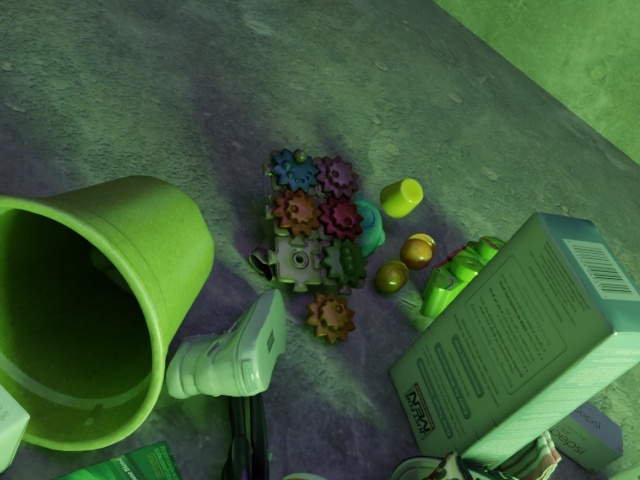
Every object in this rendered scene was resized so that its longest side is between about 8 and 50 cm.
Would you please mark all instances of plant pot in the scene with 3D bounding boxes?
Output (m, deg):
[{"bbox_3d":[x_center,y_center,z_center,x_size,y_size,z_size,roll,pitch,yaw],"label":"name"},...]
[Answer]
[{"bbox_3d":[-0.248,0.044,0.734,0.276,0.276,0.254,36,25,-1],"label":"plant pot"}]

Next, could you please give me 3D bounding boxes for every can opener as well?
[{"bbox_3d":[-0.087,0.240,0.793,0.059,0.073,0.186,15,32,-14],"label":"can opener"}]

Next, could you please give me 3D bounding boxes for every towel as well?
[{"bbox_3d":[0.284,0.274,0.983,0.029,0.144,0.197,-7,51,-16],"label":"towel"}]

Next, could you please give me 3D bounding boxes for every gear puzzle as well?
[{"bbox_3d":[0.000,0.000,1.044,0.176,0.044,0.338,7,64,-24],"label":"gear puzzle"}]

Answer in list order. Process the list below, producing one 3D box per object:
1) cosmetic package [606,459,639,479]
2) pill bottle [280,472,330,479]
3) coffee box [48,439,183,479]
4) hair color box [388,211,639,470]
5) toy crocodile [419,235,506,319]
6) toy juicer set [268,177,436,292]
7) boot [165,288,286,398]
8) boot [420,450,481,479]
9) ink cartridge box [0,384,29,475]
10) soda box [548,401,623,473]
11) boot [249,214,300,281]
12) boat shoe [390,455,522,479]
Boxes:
[{"bbox_3d":[0.572,0.516,0.872,0.162,0.230,0.453,2,48,-36],"label":"cosmetic package"},{"bbox_3d":[-0.042,0.352,0.648,0.121,0.121,0.216,39,39,4],"label":"pill bottle"},{"bbox_3d":[-0.220,0.284,0.650,0.184,0.040,0.113,-6,54,-42],"label":"coffee box"},{"bbox_3d":[0.256,0.158,0.884,0.114,0.374,0.185,6,46,-30],"label":"hair color box"},{"bbox_3d":[0.269,0.064,1.221,0.105,0.115,0.340,30,30,24],"label":"toy crocodile"},{"bbox_3d":[0.065,0.005,1.163,0.329,0.089,0.209,-10,76,-33],"label":"toy juicer set"},{"bbox_3d":[-0.119,0.130,0.855,0.123,0.095,0.258,-8,8,7],"label":"boot"},{"bbox_3d":[0.226,0.348,0.686,0.284,0.377,0.138,47,21,23],"label":"boot"},{"bbox_3d":[-0.443,0.139,0.561,0.289,0.121,0.211,42,38,8],"label":"ink cartridge box"},{"bbox_3d":[0.405,0.296,1.107,0.216,0.074,0.069,36,37,0],"label":"soda box"},{"bbox_3d":[-0.084,0.013,1.053,0.118,0.042,0.087,47,40,14],"label":"boot"},{"bbox_3d":[0.240,0.371,0.870,0.340,0.127,0.113,23,9,-4],"label":"boat shoe"}]
